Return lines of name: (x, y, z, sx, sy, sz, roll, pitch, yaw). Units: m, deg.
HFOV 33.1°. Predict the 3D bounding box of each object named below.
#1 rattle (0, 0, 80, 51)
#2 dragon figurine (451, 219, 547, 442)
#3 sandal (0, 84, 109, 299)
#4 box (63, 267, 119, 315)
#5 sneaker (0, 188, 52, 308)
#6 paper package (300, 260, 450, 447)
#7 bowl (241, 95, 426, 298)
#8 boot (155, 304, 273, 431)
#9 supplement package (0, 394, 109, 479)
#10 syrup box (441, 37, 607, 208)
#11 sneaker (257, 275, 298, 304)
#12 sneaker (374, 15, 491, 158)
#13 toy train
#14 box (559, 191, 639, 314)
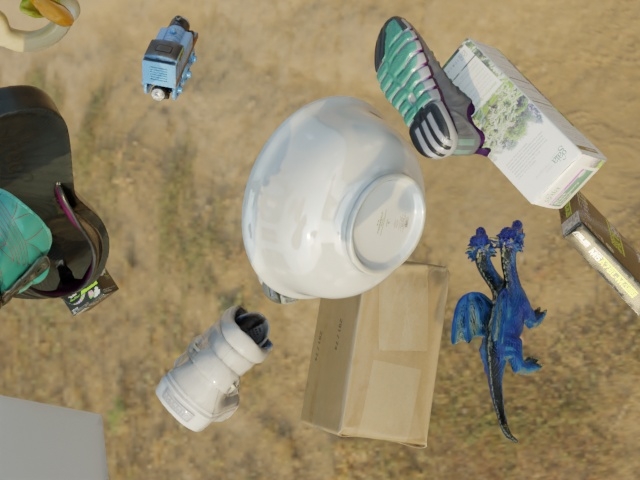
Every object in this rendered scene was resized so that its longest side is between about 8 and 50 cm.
rattle: (-0.413, -0.265, 1.428, 0.200, 0.130, 0.142, -29, 60, 4)
dragon figurine: (0.230, 0.114, 1.427, 0.085, 0.144, 0.289, -8, 52, 39)
sandal: (-0.339, -0.010, 1.271, 0.107, 0.168, 0.445, 60, 167, 22)
box: (-0.343, 0.055, 1.546, 0.062, 0.052, 0.083, -34, 86, 15)
sneaker: (-0.319, 0.039, 0.963, 0.178, 0.124, 0.295, -48, 24, -10)
paper package: (0.097, 0.204, 2.016, 0.309, 0.168, 0.324, 164, 115, -75)
bowl: (0.047, -0.039, 1.468, 0.134, 0.298, 0.297, 26, 106, 44)
boot: (-0.099, 0.133, 1.205, 0.123, 0.258, 0.095, -45, 91, 2)
supplement package: (-0.444, 0.394, 1.652, 0.145, 0.204, 0.261, -45, 43, 32)
syrup box: (0.260, -0.156, 1.441, 0.093, 0.096, 0.237, -50, 64, 23)
sneaker: (0.000, 0.000, 2.055, 0.129, 0.297, 0.111, 39, 156, 60)
sneaker: (0.144, -0.194, 1.405, 0.083, 0.098, 0.223, -46, 52, 42)
toy train: (-0.275, -0.338, 1.984, 0.105, 0.080, 0.184, 101, -177, -46)
box: (0.466, 0.011, 1.768, 0.184, 0.190, 0.045, 43, 112, -8)
